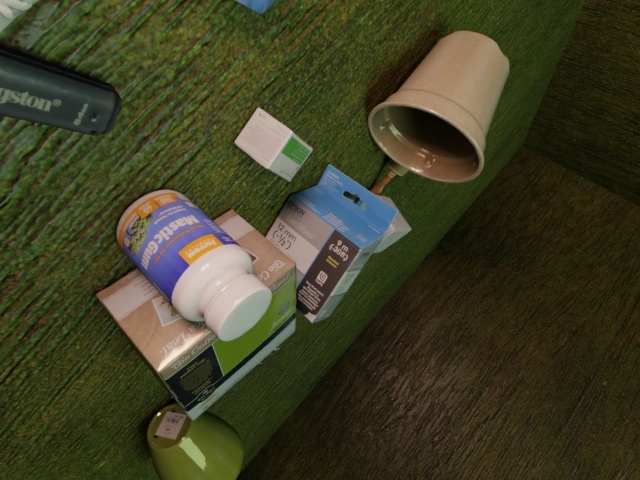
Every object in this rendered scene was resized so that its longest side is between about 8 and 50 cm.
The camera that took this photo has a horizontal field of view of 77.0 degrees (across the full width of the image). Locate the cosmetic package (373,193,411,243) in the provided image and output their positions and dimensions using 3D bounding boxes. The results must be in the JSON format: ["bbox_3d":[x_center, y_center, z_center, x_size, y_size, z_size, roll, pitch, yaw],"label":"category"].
[{"bbox_3d":[0.193,-0.055,1.403,0.151,0.151,0.184,-38,164,25],"label":"cosmetic package"}]

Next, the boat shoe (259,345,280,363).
[{"bbox_3d":[-0.228,0.369,1.378,0.079,0.095,0.254,-55,155,4],"label":"boat shoe"}]

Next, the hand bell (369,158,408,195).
[{"bbox_3d":[0.233,-0.214,1.385,0.126,0.126,0.242,-14,148,-55],"label":"hand bell"}]

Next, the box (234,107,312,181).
[{"bbox_3d":[-0.092,-0.189,0.803,0.087,0.102,0.101,-53,158,8],"label":"box"}]

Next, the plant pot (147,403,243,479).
[{"bbox_3d":[-0.423,0.650,1.282,0.275,0.275,0.293,-39,138,-26],"label":"plant pot"}]

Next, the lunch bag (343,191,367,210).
[{"bbox_3d":[0.072,-0.040,1.219,0.176,0.090,0.219,-45,151,-12],"label":"lunch bag"}]

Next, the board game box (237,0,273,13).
[{"bbox_3d":[-0.107,-0.405,0.555,0.169,0.033,0.133,-19,136,-59],"label":"board game box"}]

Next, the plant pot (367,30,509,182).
[{"bbox_3d":[0.351,-0.378,1.111,0.305,0.334,0.334,-59,158,-11],"label":"plant pot"}]

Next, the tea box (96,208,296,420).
[{"bbox_3d":[-0.242,0.169,0.904,0.329,0.220,0.323,-38,154,-29],"label":"tea box"}]

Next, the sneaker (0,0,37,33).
[{"bbox_3d":[-0.288,-0.206,0.299,0.304,0.152,0.114,-63,154,-8],"label":"sneaker"}]

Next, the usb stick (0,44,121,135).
[{"bbox_3d":[-0.352,-0.172,0.428,0.077,0.045,0.278,-59,156,16],"label":"usb stick"}]

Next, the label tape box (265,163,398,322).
[{"bbox_3d":[0.000,0.000,1.056,0.347,0.249,0.115,-59,156,17],"label":"label tape box"}]

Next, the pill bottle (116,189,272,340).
[{"bbox_3d":[-0.216,0.042,0.700,0.152,0.272,0.152,-41,154,-24],"label":"pill bottle"}]
